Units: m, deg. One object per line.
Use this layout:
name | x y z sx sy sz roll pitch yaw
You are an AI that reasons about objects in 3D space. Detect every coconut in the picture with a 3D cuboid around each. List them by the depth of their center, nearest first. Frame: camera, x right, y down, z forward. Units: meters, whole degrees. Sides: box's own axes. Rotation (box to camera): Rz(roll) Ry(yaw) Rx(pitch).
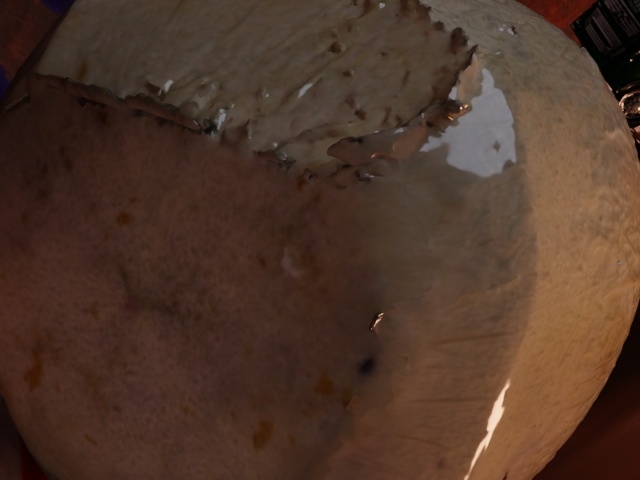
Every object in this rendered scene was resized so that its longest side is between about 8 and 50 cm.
coconut | 0.000 0.000 0.683 0.346 0.346 0.360 52 24 14

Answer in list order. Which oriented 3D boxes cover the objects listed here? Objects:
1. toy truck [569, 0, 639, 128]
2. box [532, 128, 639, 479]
toy truck | 0.281 -0.081 0.814 0.259 0.121 0.088 38 22 -33
box | 0.164 0.120 0.878 0.239 0.339 0.229 37 21 -37
